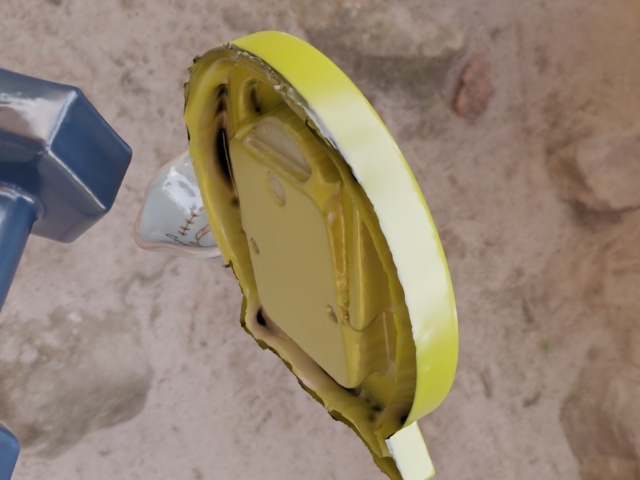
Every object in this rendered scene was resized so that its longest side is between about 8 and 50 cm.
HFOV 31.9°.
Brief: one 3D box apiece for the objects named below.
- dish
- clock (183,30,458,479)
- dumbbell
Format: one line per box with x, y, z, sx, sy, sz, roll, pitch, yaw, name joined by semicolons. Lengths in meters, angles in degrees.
-0.090;-0.037;1.228;0.081;0.229;0.229;60;37;-36;dish
0.003;-0.003;0.752;0.071;0.293;0.277;-26;45;-22;clock
-0.246;0.036;0.776;0.156;0.144;0.316;13;61;3;dumbbell
